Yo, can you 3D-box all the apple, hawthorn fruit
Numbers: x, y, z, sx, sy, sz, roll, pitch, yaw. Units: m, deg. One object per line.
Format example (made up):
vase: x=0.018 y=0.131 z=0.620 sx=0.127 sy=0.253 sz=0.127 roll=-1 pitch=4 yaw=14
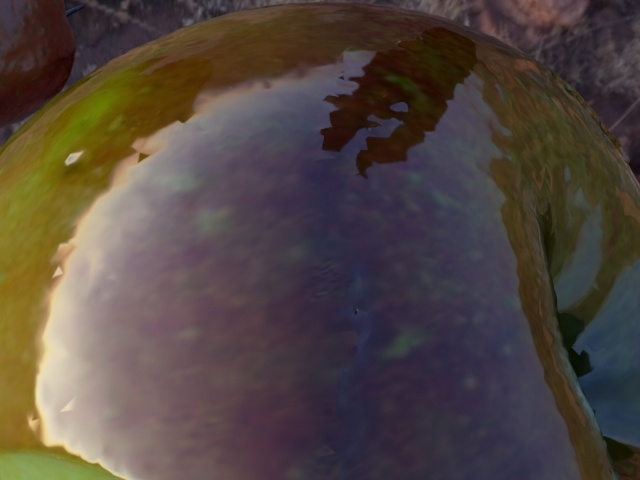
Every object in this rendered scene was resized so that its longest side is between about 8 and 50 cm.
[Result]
apple: x=-0.013 y=0.093 z=0.483 sx=0.374 sy=0.374 sz=0.384 roll=-8 pitch=78 yaw=-12
hawthorn fruit: x=-0.405 y=-0.262 z=1.294 sx=0.300 sy=0.254 sz=0.254 roll=-31 pitch=80 yaw=-40
